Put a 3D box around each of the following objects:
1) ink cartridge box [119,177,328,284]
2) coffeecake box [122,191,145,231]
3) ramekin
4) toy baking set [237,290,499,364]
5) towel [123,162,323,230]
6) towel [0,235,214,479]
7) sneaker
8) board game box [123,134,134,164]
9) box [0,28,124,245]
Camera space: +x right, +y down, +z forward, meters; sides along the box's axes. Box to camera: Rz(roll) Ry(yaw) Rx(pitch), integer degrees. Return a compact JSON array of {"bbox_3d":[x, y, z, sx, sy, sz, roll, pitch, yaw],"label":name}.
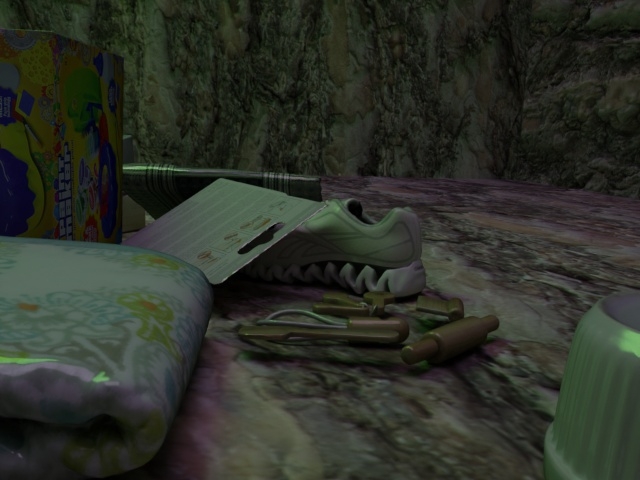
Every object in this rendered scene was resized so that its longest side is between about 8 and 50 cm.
[{"bbox_3d":[-0.120,-0.001,0.885,0.225,0.056,0.181,18,45,44],"label":"ink cartridge box"},{"bbox_3d":[-0.439,-0.056,1.304,0.185,0.068,0.142,8,11,28],"label":"coffeecake box"},{"bbox_3d":[0.238,0.098,0.403,0.207,0.109,0.207,3,9,0],"label":"ramekin"},{"bbox_3d":[0.050,0.087,0.693,0.197,0.030,0.256,5,9,35],"label":"toy baking set"},{"bbox_3d":[-0.144,-0.064,1.162,0.312,0.056,0.324,2,-12,2],"label":"towel"},{"bbox_3d":[-0.277,0.068,0.520,0.375,0.090,0.320,4,12,-4],"label":"towel"},{"bbox_3d":[0.000,0.000,0.933,0.292,0.118,0.110,5,11,25],"label":"sneaker"},{"bbox_3d":[-0.509,-0.123,1.228,0.303,0.097,0.224,3,16,10],"label":"board game box"},{"bbox_3d":[-0.355,-0.088,0.840,0.177,0.290,0.279,3,10,-1],"label":"box"}]
